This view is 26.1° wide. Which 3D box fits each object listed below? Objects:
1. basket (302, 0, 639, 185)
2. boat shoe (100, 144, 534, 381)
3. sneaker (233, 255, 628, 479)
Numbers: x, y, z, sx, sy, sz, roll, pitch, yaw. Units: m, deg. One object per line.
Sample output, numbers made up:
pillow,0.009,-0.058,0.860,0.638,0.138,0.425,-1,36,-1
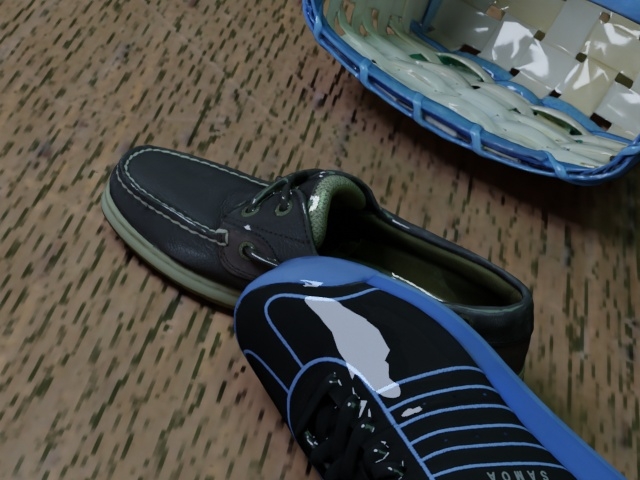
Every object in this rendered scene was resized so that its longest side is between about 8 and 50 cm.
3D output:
basket,0.111,-0.146,0.746,0.255,0.201,0.289,32,7,23
boat shoe,0.000,0.001,0.642,0.224,0.073,0.080,28,37,17
sneaker,0.039,0.089,0.530,0.232,0.081,0.090,36,33,25
